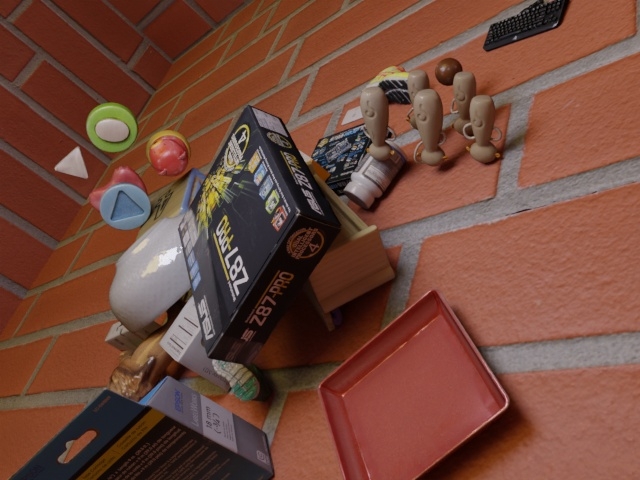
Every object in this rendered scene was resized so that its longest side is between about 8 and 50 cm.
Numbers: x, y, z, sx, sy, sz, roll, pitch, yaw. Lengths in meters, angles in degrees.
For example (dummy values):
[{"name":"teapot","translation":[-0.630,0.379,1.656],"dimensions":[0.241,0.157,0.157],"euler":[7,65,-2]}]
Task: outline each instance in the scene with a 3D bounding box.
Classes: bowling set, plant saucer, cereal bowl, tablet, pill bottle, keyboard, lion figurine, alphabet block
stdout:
[{"name":"bowling set","translation":[0.239,-0.244,1.199],"dimensions":[0.287,0.154,0.200],"euler":[16,46,34]},{"name":"plant saucer","translation":[0.126,0.229,0.894],"dimensions":[0.258,0.048,0.259],"euler":[-42,31,12]},{"name":"cereal bowl","translation":[-0.372,0.047,1.464],"dimensions":[0.339,0.141,0.339],"euler":[-39,16,13]},{"name":"tablet","translation":[0.091,-0.330,1.622],"dimensions":[0.083,0.006,0.054],"euler":[-11,47,49]},{"name":"pill bottle","translation":[0.113,-0.138,1.301],"dimensions":[0.137,0.078,0.078],"euler":[-53,30,-7]},{"name":"keyboard","translation":[0.428,-0.462,1.304],"dimensions":[0.180,0.023,0.108],"euler":[-4,53,51]},{"name":"lion figurine","translation":[-0.358,0.244,1.420],"dimensions":[0.392,0.142,0.240],"euler":[-59,16,-2]},{"name":"alphabet block","translation":[-0.360,-0.045,1.720],"dimensions":[0.197,0.192,0.193],"euler":[-34,31,27]}]

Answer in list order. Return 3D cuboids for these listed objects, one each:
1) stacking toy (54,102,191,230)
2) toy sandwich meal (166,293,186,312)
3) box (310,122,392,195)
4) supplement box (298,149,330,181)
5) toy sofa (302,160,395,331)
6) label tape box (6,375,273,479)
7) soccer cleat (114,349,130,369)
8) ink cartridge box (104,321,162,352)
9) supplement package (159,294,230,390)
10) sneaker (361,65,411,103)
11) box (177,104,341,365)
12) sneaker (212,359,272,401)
[{"name":"stacking toy","translation":[-0.517,-0.191,1.636],"dimensions":[0.309,0.280,0.130],"euler":[-50,28,7]},{"name":"toy sandwich meal","translation":[-0.400,0.158,1.700],"dimensions":[0.086,0.029,0.085],"euler":[-34,33,26]},{"name":"box","translation":[0.049,-0.184,1.466],"dimensions":[0.220,0.051,0.175],"euler":[-10,48,49]},{"name":"supplement box","translation":[-0.025,-0.169,1.433],"dimensions":[0.036,0.062,0.098],"euler":[-51,31,3]},{"name":"toy sofa","translation":[0.000,0.000,1.233],"dimensions":[0.150,0.177,0.362],"euler":[-27,33,-8]},{"name":"label tape box","translation":[-0.280,0.348,1.012],"dimensions":[0.241,0.334,0.106],"euler":[-43,30,12]},{"name":"soccer cleat","translation":[-0.481,0.352,1.544],"dimensions":[0.060,0.072,0.178],"euler":[-37,32,22]},{"name":"ink cartridge box","translation":[-0.482,0.250,1.636],"dimensions":[0.135,0.099,0.056],"euler":[-24,37,36]},{"name":"supplement package","translation":[-0.200,0.165,1.313],"dimensions":[0.244,0.139,0.134],"euler":[-57,29,-11]},{"name":"sneaker","translation":[0.181,-0.381,1.486],"dimensions":[0.094,0.081,0.208],"euler":[-54,29,-12]},{"name":"box","translation":[-0.133,-0.024,1.143],"dimensions":[0.318,0.097,0.395],"euler":[-57,35,25]},{"name":"sneaker","translation":[-0.149,0.251,1.191],"dimensions":[0.065,0.076,0.166],"euler":[-47,46,6]}]
